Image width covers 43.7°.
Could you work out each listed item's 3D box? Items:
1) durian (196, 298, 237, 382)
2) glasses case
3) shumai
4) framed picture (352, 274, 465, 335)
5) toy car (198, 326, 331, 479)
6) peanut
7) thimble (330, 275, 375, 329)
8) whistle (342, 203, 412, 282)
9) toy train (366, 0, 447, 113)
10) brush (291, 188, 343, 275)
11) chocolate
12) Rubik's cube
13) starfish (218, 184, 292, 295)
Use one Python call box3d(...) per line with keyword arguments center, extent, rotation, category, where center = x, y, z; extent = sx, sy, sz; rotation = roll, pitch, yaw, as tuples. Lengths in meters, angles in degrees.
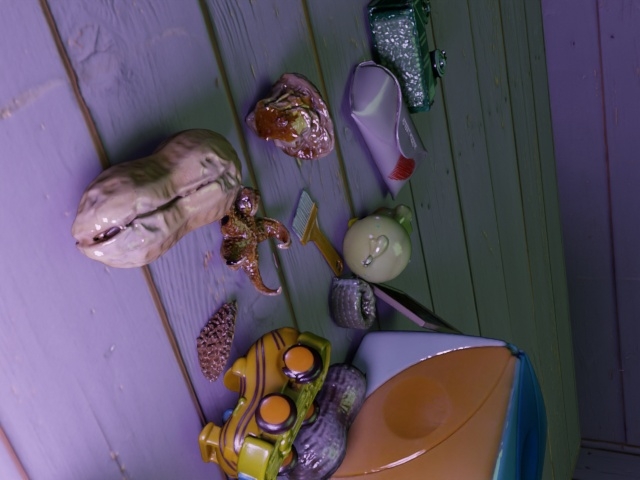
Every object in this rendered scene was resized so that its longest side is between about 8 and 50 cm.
box3d(center=(-0.140, 0.143, 1.161), extent=(0.066, 0.052, 0.130), rotation=(44, 53, -57), category="durian")
box3d(center=(0.142, -0.214, 1.615), extent=(0.308, 0.083, 0.128), rotation=(57, 44, -46), category="glasses case")
box3d(center=(-0.056, -0.188, 1.249), extent=(0.116, 0.145, 0.146), rotation=(-28, 119, -33), category="shumai")
box3d(center=(0.185, 0.138, 1.637), extent=(0.016, 0.184, 0.250), rotation=(-58, 149, 5), category="framed picture")
box3d(center=(-0.083, 0.239, 1.178), extent=(0.200, 0.142, 0.248), rotation=(95, 19, -52), category="toy car")
box3d(center=(-0.190, -0.056, 0.982), extent=(0.290, 0.130, 0.130), rotation=(-42, 128, -50), category="peanut")
box3d(center=(0.062, 0.118, 1.517), extent=(0.084, 0.062, 0.110), rotation=(-52, 136, -50), category="thimble")
box3d(center=(0.116, -0.016, 1.577), extent=(0.294, 0.141, 0.141), rotation=(-74, 155, -62), category="whistle")
box3d(center=(0.187, -0.402, 1.653), extent=(0.154, 0.115, 0.269), rotation=(-58, 141, -50), category="toy train")
box3d(center=(0.000, 0.000, 1.450), extent=(0.218, 0.010, 0.083), rotation=(55, 45, -50), category="brush")
box3d(center=(0.012, 0.317, 1.399), extent=(0.248, 0.110, 0.110), rotation=(-65, 144, -36), category="chocolate")
box3d(center=(0.234, 0.402, 1.555), extent=(0.351, 0.347, 0.352), rotation=(56, 45, -48), category="Rubik's cube")
box3d(center=(-0.109, -0.008, 1.182), extent=(0.190, 0.074, 0.146), rotation=(59, 42, -46), category="starfish")
